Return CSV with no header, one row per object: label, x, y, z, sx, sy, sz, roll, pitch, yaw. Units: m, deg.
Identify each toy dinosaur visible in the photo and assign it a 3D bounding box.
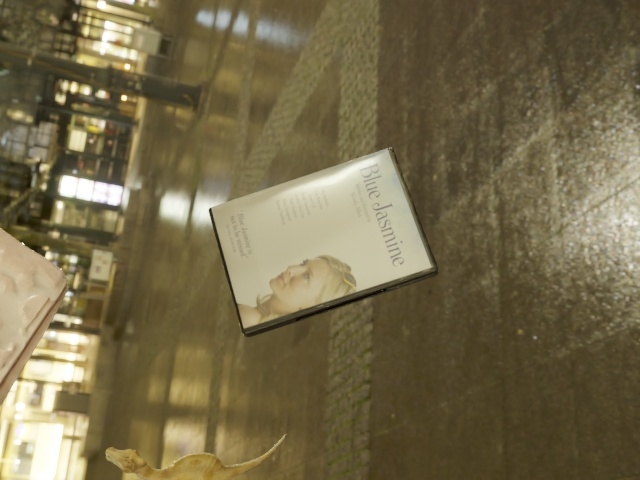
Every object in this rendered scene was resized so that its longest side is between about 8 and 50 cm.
toy dinosaur,-0.118,0.229,0.764,0.092,0.183,0.053,-60,39,30

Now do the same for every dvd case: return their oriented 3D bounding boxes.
dvd case,0.000,0.000,1.008,0.022,0.253,0.180,70,-178,-68

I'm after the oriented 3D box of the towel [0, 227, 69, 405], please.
towel,-0.342,0.019,0.494,0.053,0.332,0.317,-42,20,23
